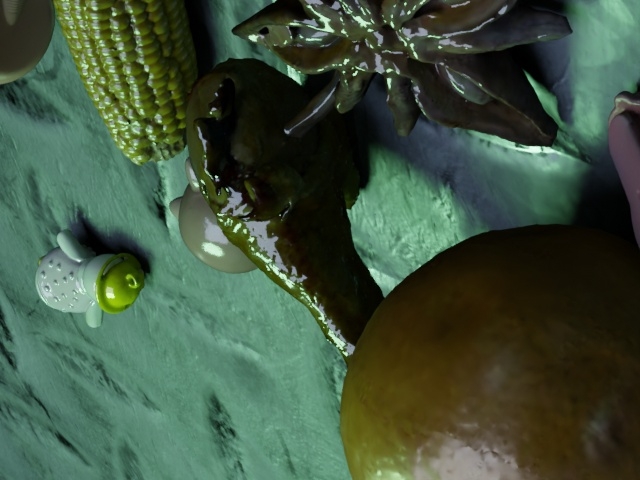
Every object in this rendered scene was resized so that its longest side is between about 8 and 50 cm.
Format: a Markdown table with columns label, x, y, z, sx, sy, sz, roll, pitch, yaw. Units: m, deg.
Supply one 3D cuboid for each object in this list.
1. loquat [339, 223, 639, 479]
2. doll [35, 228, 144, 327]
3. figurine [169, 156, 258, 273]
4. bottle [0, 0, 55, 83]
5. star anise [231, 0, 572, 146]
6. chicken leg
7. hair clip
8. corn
| label | x | y | z | sx | sy | sz | roll | pitch | yaw |
| --- | --- | --- | --- | --- | --- | --- | --- | --- | --- |
| loquat | 0.176 | 0.142 | 1.530 | 0.328 | 0.328 | 0.328 | 34 | 148 | 26 |
| doll | -0.282 | 0.047 | 2.297 | 0.207 | 0.081 | 0.129 | 1 | 113 | 50 |
| figurine | -0.085 | -0.029 | 1.909 | 0.138 | 0.125 | 0.125 | 30 | 149 | 3 |
| bottle | -0.419 | -0.274 | 2.034 | 0.297 | 0.173 | 0.206 | 20 | 106 | 43 |
| star anise | 0.062 | -0.184 | 1.505 | 0.292 | 0.109 | 0.349 | 20 | 145 | 21 |
| chicken leg | -0.007 | -0.007 | 1.748 | 0.140 | 0.211 | 0.361 | -26 | 103 | 27 |
| hair clip | 0.286 | -0.051 | 1.451 | 0.123 | 0.102 | 0.138 | 110 | 148 | -56 |
| corn | -0.189 | -0.222 | 1.814 | 0.130 | 0.130 | 0.347 | 26 | 146 | 36 |
